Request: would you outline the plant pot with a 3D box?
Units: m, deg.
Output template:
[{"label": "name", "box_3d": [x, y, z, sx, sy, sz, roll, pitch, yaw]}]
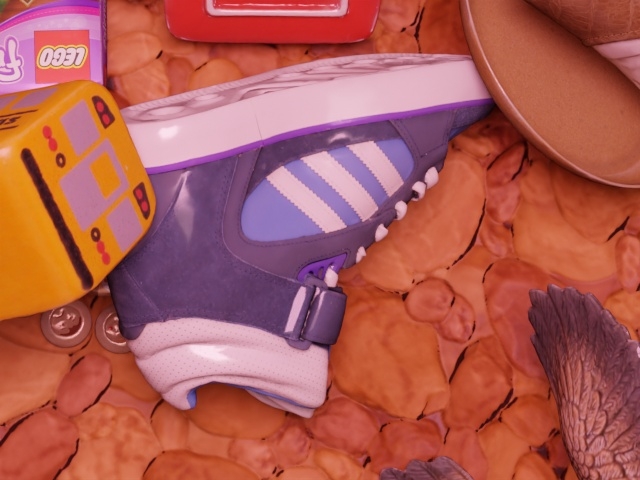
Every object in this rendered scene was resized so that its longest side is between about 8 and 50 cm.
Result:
[{"label": "plant pot", "box_3d": [0.185, -0.142, 0.977, 0.236, 0.032, 0.236, 17, 60, -32]}]

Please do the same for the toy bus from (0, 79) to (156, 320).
[{"label": "toy bus", "box_3d": [-0.280, -0.012, 0.842, 0.130, 0.332, 0.108, -55, 130, -49]}]

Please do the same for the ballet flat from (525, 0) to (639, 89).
[{"label": "ballet flat", "box_3d": [0.285, -0.166, 0.972, 0.342, 0.116, 0.124, -14, 99, -35]}]

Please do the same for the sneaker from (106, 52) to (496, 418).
[{"label": "sneaker", "box_3d": [0.000, 0.000, 0.949, 0.322, 0.130, 0.236, -16, 107, -30]}]

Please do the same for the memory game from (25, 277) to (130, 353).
[{"label": "memory game", "box_3d": [-0.158, -0.009, 0.970, 0.186, 0.012, 0.186, 1, 81, -7]}]

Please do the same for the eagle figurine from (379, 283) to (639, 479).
[{"label": "eagle figurine", "box_3d": [0.191, 0.210, 0.878, 0.298, 0.225, 0.226, 40, 61, -1]}]

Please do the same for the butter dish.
[{"label": "butter dish", "box_3d": [-0.036, -0.236, 0.976, 0.160, 0.118, 0.160, -1, 125, -7]}]

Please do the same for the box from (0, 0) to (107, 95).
[{"label": "box", "box_3d": [-0.301, -0.190, 0.953, 0.293, 0.057, 0.201, -2, 81, -5]}]
